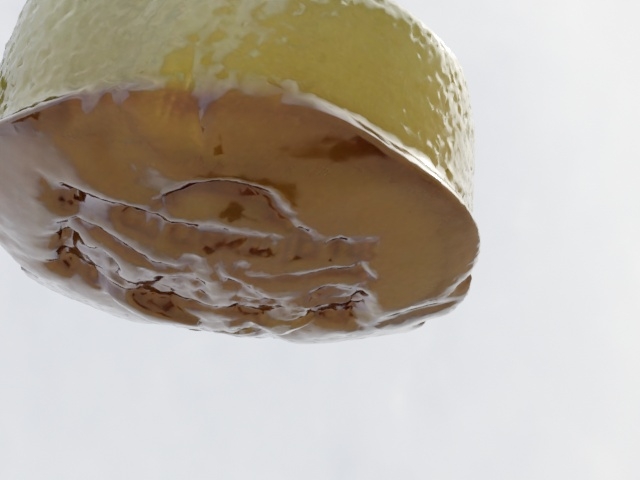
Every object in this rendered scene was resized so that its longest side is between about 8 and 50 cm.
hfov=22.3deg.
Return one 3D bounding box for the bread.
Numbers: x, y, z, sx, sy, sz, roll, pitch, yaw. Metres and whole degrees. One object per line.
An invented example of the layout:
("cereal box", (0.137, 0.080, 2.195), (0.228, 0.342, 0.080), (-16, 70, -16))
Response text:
("bread", (-0.048, -0.036, 0.833), (0.270, 0.270, 0.148), (41, -131, -50))
